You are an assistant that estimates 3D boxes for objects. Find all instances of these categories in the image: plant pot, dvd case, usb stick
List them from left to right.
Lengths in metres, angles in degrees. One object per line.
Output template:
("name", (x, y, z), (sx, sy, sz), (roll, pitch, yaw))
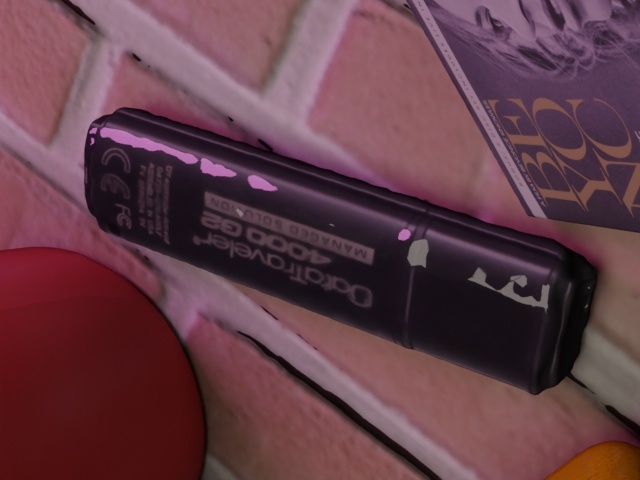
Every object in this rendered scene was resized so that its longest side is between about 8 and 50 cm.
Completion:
("plant pot", (-0.206, 0.127, 0.711), (0.274, 0.243, 0.275), (9, 109, 29))
("usb stick", (0.000, 0.000, 0.667), (0.278, 0.045, 0.077), (19, 121, 25))
("dvd case", (0.095, -0.071, 0.498), (0.165, 0.018, 0.221), (58, 167, -15))

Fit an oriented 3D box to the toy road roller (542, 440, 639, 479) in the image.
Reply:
("toy road roller", (0.167, 0.238, 0.581), (0.329, 0.241, 0.202), (29, 126, -23))
